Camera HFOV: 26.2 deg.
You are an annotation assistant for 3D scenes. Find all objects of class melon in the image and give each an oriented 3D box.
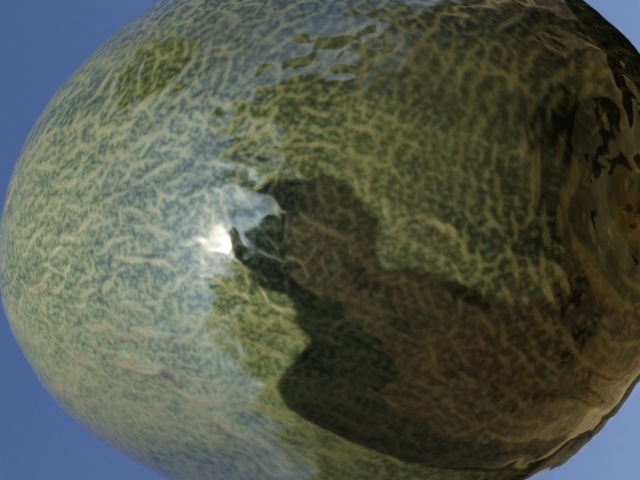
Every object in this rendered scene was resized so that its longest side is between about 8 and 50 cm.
[{"bbox_3d":[0.000,0.000,0.596,0.248,0.329,0.248,14,-109,-47],"label":"melon"}]
